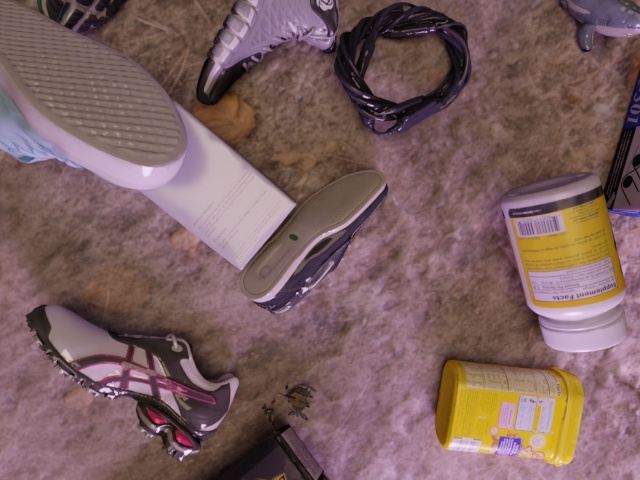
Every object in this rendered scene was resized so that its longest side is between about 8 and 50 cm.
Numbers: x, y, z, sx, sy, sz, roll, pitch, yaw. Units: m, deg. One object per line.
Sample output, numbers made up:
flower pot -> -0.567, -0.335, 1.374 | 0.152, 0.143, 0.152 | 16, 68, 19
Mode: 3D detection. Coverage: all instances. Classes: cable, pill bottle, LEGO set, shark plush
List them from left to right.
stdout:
LEGO set -> -0.040, 0.223, 0.665 | 0.083, 0.023, 0.054 | -12, 95, 11
cable -> 0.109, -0.227, 0.614 | 0.185, 0.047, 0.150 | -34, 89, -9
pill bottle -> 0.315, 0.027, 0.615 | 0.119, 0.119, 0.208 | -18, 97, -2
shark plush -> 0.348, -0.323, 0.606 | 0.073, 0.067, 0.161 | -35, 97, 1

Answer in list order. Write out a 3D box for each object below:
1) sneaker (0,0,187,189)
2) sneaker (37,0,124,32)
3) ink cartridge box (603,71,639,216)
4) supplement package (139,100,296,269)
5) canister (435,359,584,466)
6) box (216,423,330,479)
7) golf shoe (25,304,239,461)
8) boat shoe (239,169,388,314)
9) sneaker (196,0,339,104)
sneaker -> -0.288, -0.139, 0.527 | 0.366, 0.135, 0.150 | 37, 136, 18
sneaker -> -0.278, -0.383, 0.558 | 0.110, 0.107, 0.275 | 16, 96, 19
ink cartridge box -> 0.437, -0.133, 0.617 | 0.046, 0.097, 0.206 | 14, 94, -5
supplement package -> -0.130, -0.065, 0.583 | 0.179, 0.105, 0.105 | 40, 93, -7
canister -> 0.253, 0.232, 0.657 | 0.170, 0.073, 0.126 | 7, 95, -3
box -> -0.069, 0.449, 0.608 | 0.296, 0.073, 0.293 | -40, 72, 1
golf shoe -> -0.235, 0.155, 0.616 | 0.273, 0.105, 0.120 | 42, 76, -13
boat shoe -> 0.000, 0.000, 0.625 | 0.233, 0.084, 0.079 | -45, 135, -5
sneaker -> -0.050, -0.243, 0.584 | 0.132, 0.086, 0.228 | 27, 108, -24
